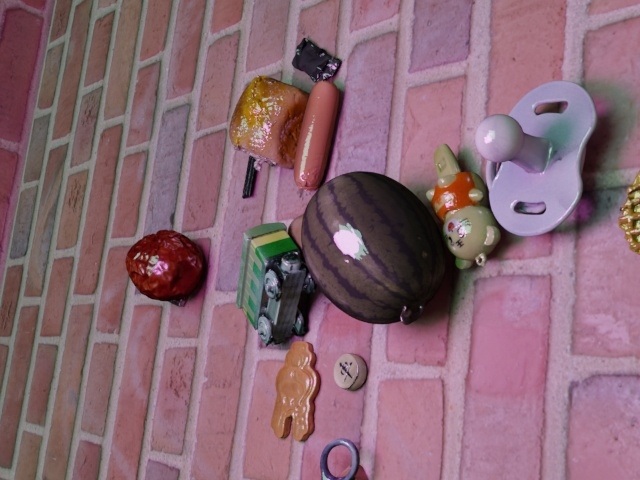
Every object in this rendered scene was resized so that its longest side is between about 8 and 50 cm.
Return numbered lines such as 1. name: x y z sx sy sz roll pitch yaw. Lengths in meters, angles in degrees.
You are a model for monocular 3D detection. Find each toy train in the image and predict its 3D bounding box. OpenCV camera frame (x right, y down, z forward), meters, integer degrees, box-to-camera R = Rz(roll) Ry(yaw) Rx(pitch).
1. toy train: -0.112 0.115 1.850 0.202 0.120 0.301 53 146 36

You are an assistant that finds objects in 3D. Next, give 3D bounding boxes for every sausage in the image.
1. sausage: -0.010 -0.269 1.947 0.086 0.086 0.289 7 82 48

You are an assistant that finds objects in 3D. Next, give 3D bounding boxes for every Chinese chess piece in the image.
1. Chinese chess piece: 0.066 0.297 1.725 0.084 0.034 0.084 -19 64 43

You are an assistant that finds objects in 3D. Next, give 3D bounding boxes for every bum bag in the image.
1. bum bag: -0.022 -0.484 2.054 0.087 0.049 0.198 -56 44 12

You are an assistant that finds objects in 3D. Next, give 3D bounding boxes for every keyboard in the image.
1. keyboard: -0.195 -0.218 2.173 0.063 0.010 0.198 172 109 -66

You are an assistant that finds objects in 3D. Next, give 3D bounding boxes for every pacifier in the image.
1. pacifier: 0.366 -0.165 1.403 0.244 0.233 0.300 7 82 51

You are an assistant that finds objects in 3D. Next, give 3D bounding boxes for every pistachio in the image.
1. pistachio: 0.000 0.000 1.822 0.226 0.135 0.136 21 94 55

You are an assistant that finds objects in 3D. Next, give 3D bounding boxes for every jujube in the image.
1. jujube: -0.452 0.069 2.228 0.232 0.212 0.213 18 91 49

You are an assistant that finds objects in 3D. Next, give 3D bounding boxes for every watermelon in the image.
1. watermelon: 0.112 0.021 1.583 0.279 0.278 0.359 -50 60 24

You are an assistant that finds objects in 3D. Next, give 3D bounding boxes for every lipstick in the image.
1. lipstick: 0.041 0.550 1.666 0.145 0.045 0.045 -49 46 23

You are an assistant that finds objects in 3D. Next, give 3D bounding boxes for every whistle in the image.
1. whistle: 0.284 -0.073 1.550 0.131 0.106 0.289 -52 46 48

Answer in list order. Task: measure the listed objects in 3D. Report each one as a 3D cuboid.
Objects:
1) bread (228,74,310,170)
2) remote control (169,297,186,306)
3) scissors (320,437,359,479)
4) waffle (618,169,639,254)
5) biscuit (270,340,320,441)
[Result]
1. bread: -0.142 -0.308 2.032 0.195 0.176 0.247 27 99 51
2. remote control: -0.474 0.155 2.353 0.212 0.028 0.059 17 86 48
3. scissors: -0.034 0.606 1.663 0.383 0.029 0.256 -31 74 27
4. waffle: 0.583 -0.056 1.273 0.149 0.051 0.194 28 93 47
5. biscuit: -0.059 0.362 1.843 0.143 0.040 0.237 -3 78 41
